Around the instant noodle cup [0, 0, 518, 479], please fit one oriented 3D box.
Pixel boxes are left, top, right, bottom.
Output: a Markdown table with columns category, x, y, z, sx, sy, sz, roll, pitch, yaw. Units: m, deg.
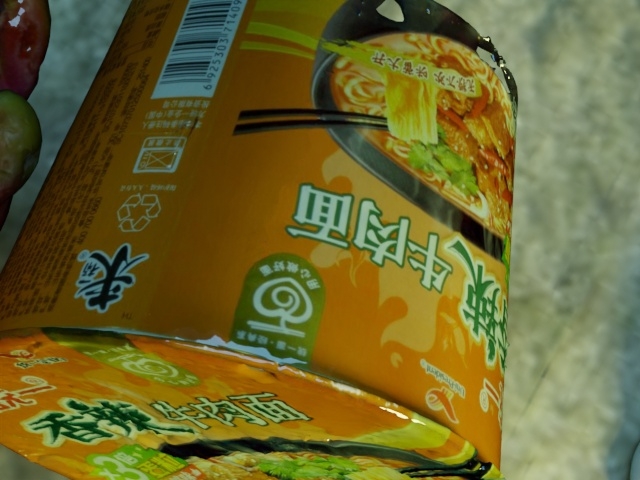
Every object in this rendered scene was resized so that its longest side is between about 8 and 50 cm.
| category | x | y | z | sx | sy | sz | roll | pitch | yaw |
| --- | --- | --- | --- | --- | --- | --- | --- | --- | --- |
| instant noodle cup | -0.020 | 0.006 | 0.759 | 0.230 | 0.230 | 0.182 | 14 | 66 | -2 |

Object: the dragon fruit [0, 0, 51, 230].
| category | x | y | z | sx | sy | sz | roll | pitch | yaw |
| --- | --- | --- | --- | --- | --- | --- | --- | --- | --- |
| dragon fruit | -0.241 | -0.018 | 0.752 | 0.243 | 0.227 | 0.307 | 10 | 80 | -38 |

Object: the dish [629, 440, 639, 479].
| category | x | y | z | sx | sy | sz | roll | pitch | yaw |
| --- | --- | --- | --- | --- | --- | --- | --- | --- | --- |
| dish | 0.278 | 0.126 | 0.950 | 0.224 | 0.078 | 0.246 | -15 | 73 | -13 |
